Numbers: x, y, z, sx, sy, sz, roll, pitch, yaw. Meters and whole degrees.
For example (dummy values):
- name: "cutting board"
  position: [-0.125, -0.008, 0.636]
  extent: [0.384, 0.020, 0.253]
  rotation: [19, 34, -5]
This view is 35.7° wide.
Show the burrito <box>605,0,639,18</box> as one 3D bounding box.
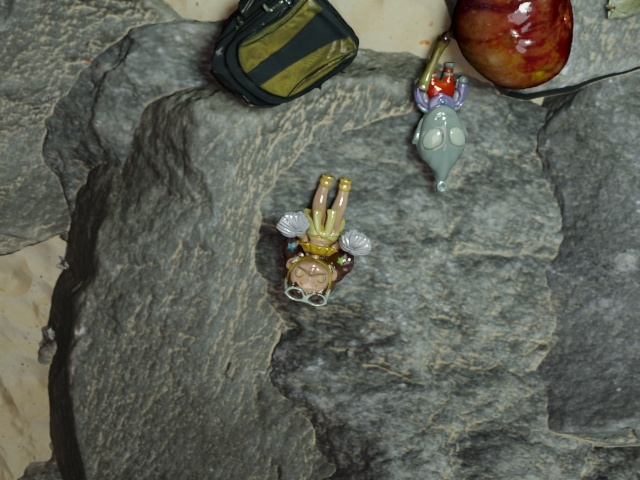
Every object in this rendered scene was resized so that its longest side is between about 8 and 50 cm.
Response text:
- name: "burrito"
  position: [0.538, -0.417, 1.587]
  extent: [0.188, 0.045, 0.058]
  rotation: [-34, 104, 22]

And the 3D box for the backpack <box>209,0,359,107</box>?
- name: "backpack"
  position: [-0.072, -0.320, 1.645]
  extent: [0.258, 0.133, 0.206]
  rotation: [-32, 120, 26]

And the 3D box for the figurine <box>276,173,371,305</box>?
- name: "figurine"
  position: [0.000, 0.001, 1.816]
  extent: [0.174, 0.116, 0.240]
  rotation: [14, 113, -6]

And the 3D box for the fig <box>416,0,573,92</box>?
- name: "fig"
  position: [0.277, -0.346, 1.590]
  extent: [0.249, 0.186, 0.204]
  rotation: [8, 140, 37]

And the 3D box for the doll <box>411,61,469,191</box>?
- name: "doll"
  position: [0.208, -0.195, 1.719]
  extent: [0.102, 0.075, 0.228]
  rotation: [-2, 107, -5]
